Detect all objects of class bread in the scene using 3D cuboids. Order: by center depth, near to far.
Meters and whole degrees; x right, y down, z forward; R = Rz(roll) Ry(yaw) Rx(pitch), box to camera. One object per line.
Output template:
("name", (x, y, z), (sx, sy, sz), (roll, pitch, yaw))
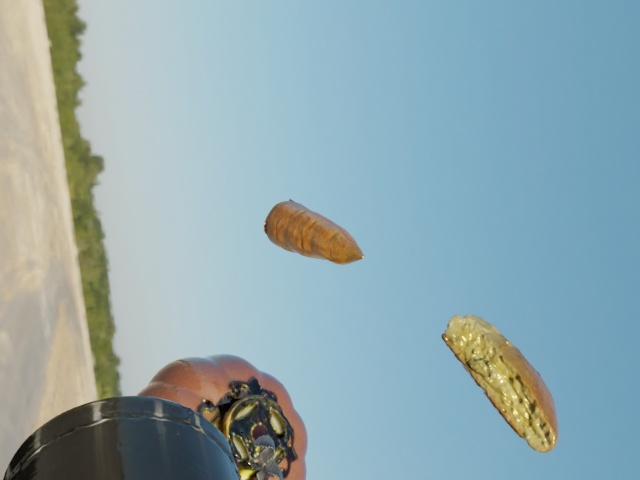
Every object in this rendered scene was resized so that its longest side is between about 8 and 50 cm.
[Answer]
("bread", (0.189, 0.146, 0.818), (0.154, 0.054, 0.136), (39, 17, -37))

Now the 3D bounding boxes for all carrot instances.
("carrot", (0.000, 0.000, 1.161), (0.205, 0.072, 0.072), (26, -56, 55))

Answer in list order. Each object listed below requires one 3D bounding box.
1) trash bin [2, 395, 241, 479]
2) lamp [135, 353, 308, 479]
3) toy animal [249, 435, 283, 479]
("trash bin", (-0.133, 0.277, 0.601), (0.301, 0.252, 0.202), (-124, -145, -61))
("lamp", (-0.148, 0.313, 1.278), (0.240, 0.306, 0.305), (-34, -117, 49))
("toy animal", (-0.057, 0.224, 0.869), (0.050, 0.028, 0.084), (-125, -159, -57))
